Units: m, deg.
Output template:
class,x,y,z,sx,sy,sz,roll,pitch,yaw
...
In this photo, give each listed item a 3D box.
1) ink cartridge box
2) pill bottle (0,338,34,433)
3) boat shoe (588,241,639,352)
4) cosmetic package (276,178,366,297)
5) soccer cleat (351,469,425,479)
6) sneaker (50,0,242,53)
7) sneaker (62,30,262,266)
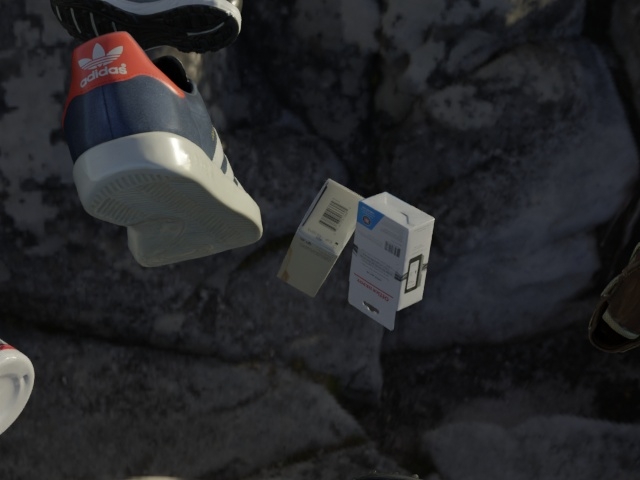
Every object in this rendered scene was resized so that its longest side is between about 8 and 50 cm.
class,x,y,z,sx,sy,sz,roll,pitch,yaw
ink cartridge box,0.048,0.015,0.747,0.028,0.083,0.048,-21,40,-38
pill bottle,-0.391,0.120,1.091,0.180,0.108,0.108,29,51,22
boat shoe,0.367,0.071,1.209,0.095,0.257,0.095,37,73,13
cosmetic package,0.000,0.000,0.920,0.041,0.115,0.060,30,66,1
soccer cleat,0.146,0.312,0.927,0.318,0.109,0.116,28,52,15
sneaker,-0.232,-0.315,1.449,0.271,0.100,0.108,4,52,10
sneaker,-0.136,-0.075,0.956,0.131,0.350,0.148,-15,76,-2
